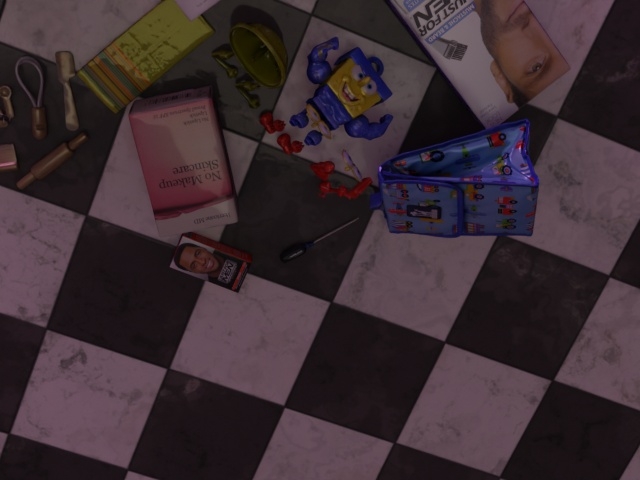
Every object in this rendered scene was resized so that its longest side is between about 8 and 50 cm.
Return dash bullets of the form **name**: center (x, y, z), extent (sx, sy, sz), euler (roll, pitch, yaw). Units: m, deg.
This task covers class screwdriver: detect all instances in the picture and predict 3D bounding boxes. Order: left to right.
- **screwdriver**: center (0.000, 0.000, 1.867), extent (0.170, 0.024, 0.025), euler (-24, 81, 2)

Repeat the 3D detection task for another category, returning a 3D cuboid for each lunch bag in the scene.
- **lunch bag**: center (0.232, -0.094, 1.752), extent (0.293, 0.221, 0.138), euler (-6, 67, 7)

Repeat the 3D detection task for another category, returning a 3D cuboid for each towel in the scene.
- **towel**: center (-0.308, -0.333, 1.722), extent (0.237, 0.021, 0.102), euler (-37, 114, 8)

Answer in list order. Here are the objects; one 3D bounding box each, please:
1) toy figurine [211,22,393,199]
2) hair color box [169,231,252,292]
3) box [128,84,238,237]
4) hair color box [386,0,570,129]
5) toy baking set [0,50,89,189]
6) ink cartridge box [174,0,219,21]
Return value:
- **toy figurine**: center (0.011, -0.274, 1.734), extent (0.217, 0.191, 0.362), euler (-43, 102, -21)
- **hair color box**: center (-0.208, 0.039, 1.852), extent (0.141, 0.043, 0.072), euler (21, 108, -11)
- **box**: center (-0.240, -0.142, 1.738), extent (0.148, 0.127, 0.232), euler (-12, 110, -2)
- **hair color box**: center (0.261, -0.380, 1.703), extent (0.185, 0.110, 0.339), euler (-38, 110, 8)
- **toy baking set**: center (-0.517, -0.215, 1.741), extent (0.256, 0.030, 0.197), euler (-31, 109, 7)
- **ink cartridge box**: center (-0.258, -0.541, 1.546), extent (0.119, 0.207, 0.353), euler (-33, 109, 15)
